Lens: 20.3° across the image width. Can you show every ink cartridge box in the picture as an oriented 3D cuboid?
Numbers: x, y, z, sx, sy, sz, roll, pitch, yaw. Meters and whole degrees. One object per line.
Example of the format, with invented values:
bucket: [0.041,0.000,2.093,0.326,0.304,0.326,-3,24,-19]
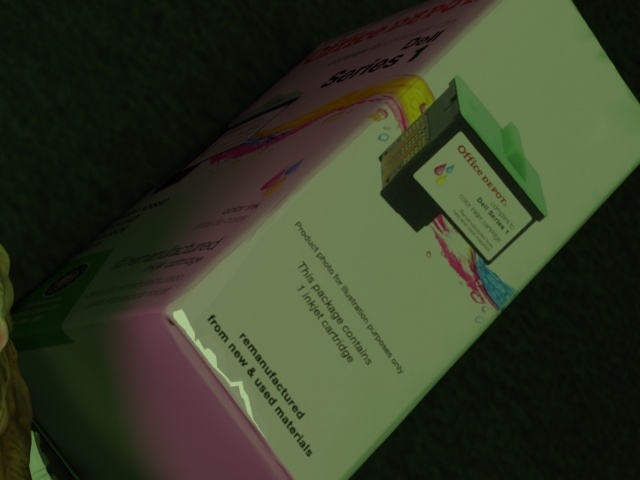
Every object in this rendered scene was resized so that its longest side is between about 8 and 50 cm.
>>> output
ink cartridge box: [0.000,0.000,0.869,0.278,0.201,0.117,-44,107,-30]

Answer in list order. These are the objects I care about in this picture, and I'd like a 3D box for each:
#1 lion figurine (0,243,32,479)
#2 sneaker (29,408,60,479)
lion figurine: [-0.144,0.165,0.743,0.240,0.142,0.392,-40,118,-4]
sneaker: [-0.163,0.136,0.825,0.094,0.081,0.208,-28,93,-25]
